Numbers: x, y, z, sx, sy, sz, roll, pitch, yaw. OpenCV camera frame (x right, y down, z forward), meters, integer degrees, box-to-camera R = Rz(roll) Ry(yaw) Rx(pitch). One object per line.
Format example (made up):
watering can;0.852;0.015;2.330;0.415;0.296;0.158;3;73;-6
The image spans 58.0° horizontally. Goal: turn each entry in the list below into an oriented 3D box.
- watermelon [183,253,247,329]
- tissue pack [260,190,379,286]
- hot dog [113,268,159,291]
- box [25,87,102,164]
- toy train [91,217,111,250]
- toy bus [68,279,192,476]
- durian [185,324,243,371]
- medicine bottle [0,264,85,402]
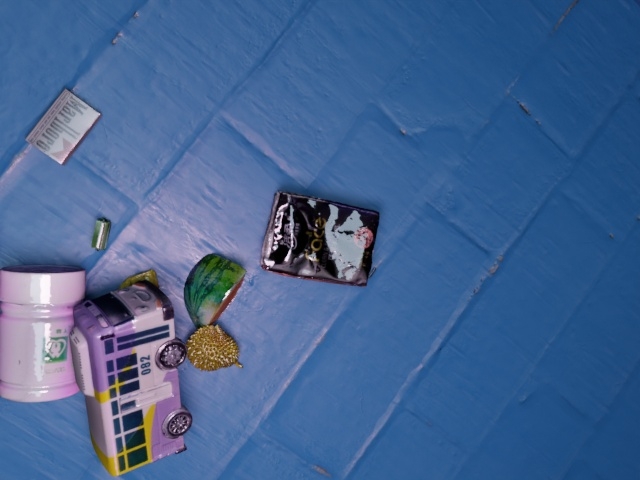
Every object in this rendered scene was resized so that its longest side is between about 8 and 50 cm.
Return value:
watermelon;-0.328;0.140;1.655;0.146;0.128;0.231;37;87;5
tissue pack;0.000;0.000;1.707;0.333;0.123;0.244;12;88;-14
hot dog;-0.529;0.199;1.606;0.123;0.093;0.261;20;89;-13
box;-0.693;-0.308;1.565;0.115;0.036;0.177;36;84;-14
toy train;-0.605;-0.015;1.593;0.038;0.056;0.093;13;91;-16
toy bus;-0.492;0.347;1.486;0.250;0.209;0.439;-13;114;-34
durian;-0.300;0.336;1.662;0.146;0.102;0.208;-35;131;15
medicine bottle;-0.721;0.233;1.502;0.212;0.212;0.325;1;92;-14
